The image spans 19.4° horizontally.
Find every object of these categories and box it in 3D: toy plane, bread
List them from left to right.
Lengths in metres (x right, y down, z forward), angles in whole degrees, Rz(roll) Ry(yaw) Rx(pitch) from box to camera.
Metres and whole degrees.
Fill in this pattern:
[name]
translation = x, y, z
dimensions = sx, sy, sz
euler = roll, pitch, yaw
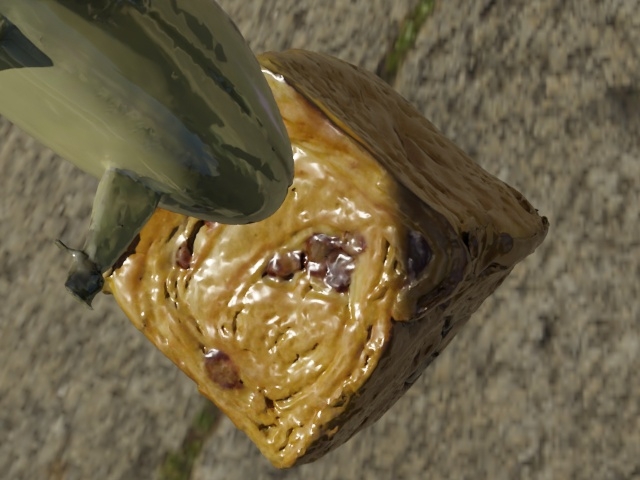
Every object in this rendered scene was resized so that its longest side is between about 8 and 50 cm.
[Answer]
[toy plane]
translation = -0.102, -0.085, 0.492
dimensions = 0.242, 0.104, 0.256
euler = -22, 117, 43
[bread]
translation = 0.000, 0.000, 0.883
dimensions = 0.149, 0.143, 0.158
euler = -45, 79, 17
